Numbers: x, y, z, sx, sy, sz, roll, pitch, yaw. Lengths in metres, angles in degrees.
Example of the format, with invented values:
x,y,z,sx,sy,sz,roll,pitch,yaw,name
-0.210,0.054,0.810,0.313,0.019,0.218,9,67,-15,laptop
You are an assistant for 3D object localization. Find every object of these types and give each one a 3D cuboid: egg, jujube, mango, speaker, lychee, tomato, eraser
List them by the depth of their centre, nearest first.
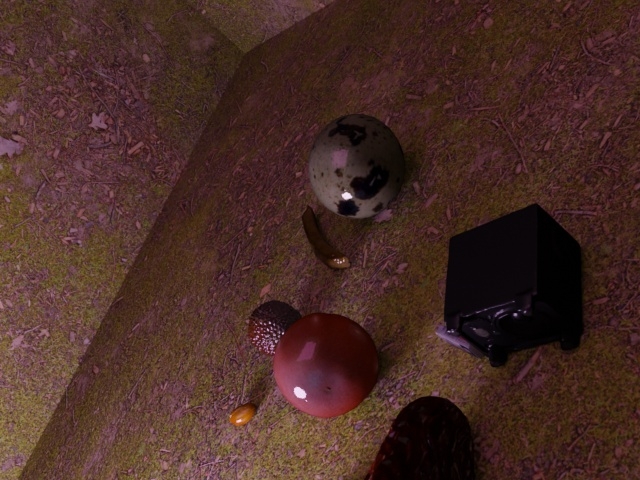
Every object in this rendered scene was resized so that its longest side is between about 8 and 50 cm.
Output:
x,y,z,sx,sy,sz,roll,pitch,yaw,name
0.187,0.462,1.434,0.216,0.216,0.342,-19,36,44,jujube
0.401,0.098,1.551,0.232,0.184,0.253,-25,42,40,speaker
0.311,0.224,1.667,0.029,0.052,0.122,-54,28,-8,eraser
0.013,0.300,1.809,0.256,0.256,0.224,-45,14,12,tomato
-0.218,0.490,2.125,0.089,0.046,0.060,-39,31,13,mango
-0.129,0.251,2.145,0.197,0.165,0.165,1,58,56,lychee
0.107,-0.223,2.224,0.288,0.287,0.379,-39,17,22,egg

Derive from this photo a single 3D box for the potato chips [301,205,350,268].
x,y,z,sx,sy,sz,roll,pitch,yaw,name
0.000,0.000,2.354,0.080,0.057,0.407,-36,30,1,potato chips
